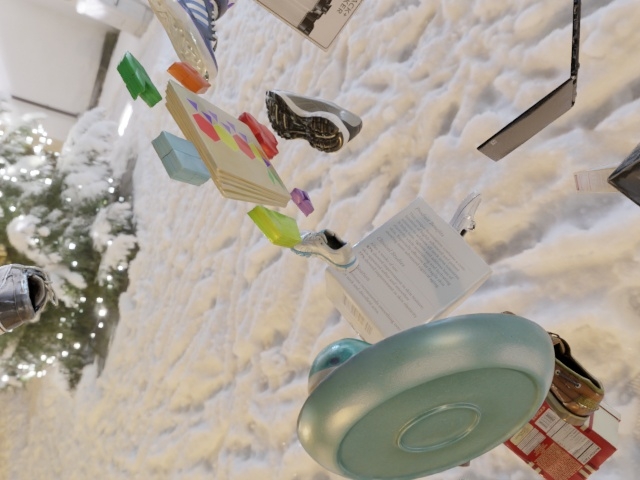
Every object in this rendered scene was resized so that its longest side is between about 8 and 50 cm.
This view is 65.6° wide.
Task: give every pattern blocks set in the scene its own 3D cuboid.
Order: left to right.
[{"bbox_3d":[-0.108,-0.109,0.614,0.026,0.325,0.285,-37,63,15],"label":"pattern blocks set"}]

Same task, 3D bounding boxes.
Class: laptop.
[{"bbox_3d":[0.344,-0.271,0.807,0.137,0.234,0.264,2,95,26],"label":"laptop"}]

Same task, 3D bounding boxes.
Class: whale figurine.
[{"bbox_3d":[0.111,0.249,0.925,0.272,0.216,0.141,-12,47,14],"label":"whale figurine"}]

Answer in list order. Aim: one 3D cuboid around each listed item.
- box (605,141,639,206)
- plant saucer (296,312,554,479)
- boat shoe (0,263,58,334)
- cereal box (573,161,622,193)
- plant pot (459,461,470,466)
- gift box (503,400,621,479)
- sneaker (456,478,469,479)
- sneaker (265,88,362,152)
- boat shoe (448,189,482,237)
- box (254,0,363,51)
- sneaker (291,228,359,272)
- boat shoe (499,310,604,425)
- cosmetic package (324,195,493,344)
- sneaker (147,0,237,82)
[{"bbox_3d":[0.321,-0.048,0.342,0.077,0.147,0.180,-47,-10,-4],"label":"box"},{"bbox_3d":[0.131,0.204,0.577,0.317,0.318,0.043,-55,34,30],"label":"plant saucer"},{"bbox_3d":[-0.606,0.103,1.018,0.306,0.105,0.113,-166,60,-69],"label":"boat shoe"},{"bbox_3d":[0.541,-0.113,0.803,0.240,0.173,0.047,-26,-75,-79],"label":"cereal box"},{"bbox_3d":[0.407,0.584,1.630,0.215,0.215,0.230,2,75,59],"label":"plant pot"},{"bbox_3d":[0.718,0.540,1.499,0.276,0.258,0.255,44,117,20],"label":"gift box"},{"bbox_3d":[0.343,0.450,0.802,0.169,0.292,0.108,-45,-6,-34],"label":"sneaker"},{"bbox_3d":[-0.023,-0.276,1.120,0.271,0.108,0.100,31,138,32],"label":"sneaker"},{"bbox_3d":[0.527,-0.059,1.817,0.084,0.095,0.258,39,109,31],"label":"boat shoe"},{"bbox_3d":[-0.055,-0.548,1.024,0.169,0.290,0.087,-47,40,24],"label":"box"},{"bbox_3d":[0.000,0.000,1.100,0.191,0.083,0.071,19,51,31],"label":"sneaker"},{"bbox_3d":[0.506,0.252,1.106,0.307,0.111,0.104,59,136,49],"label":"boat shoe"},{"bbox_3d":[0.266,0.142,1.607,0.329,0.394,0.327,50,168,18],"label":"cosmetic package"},{"bbox_3d":[-0.296,-0.601,1.335,0.322,0.236,0.130,58,151,1],"label":"sneaker"}]
